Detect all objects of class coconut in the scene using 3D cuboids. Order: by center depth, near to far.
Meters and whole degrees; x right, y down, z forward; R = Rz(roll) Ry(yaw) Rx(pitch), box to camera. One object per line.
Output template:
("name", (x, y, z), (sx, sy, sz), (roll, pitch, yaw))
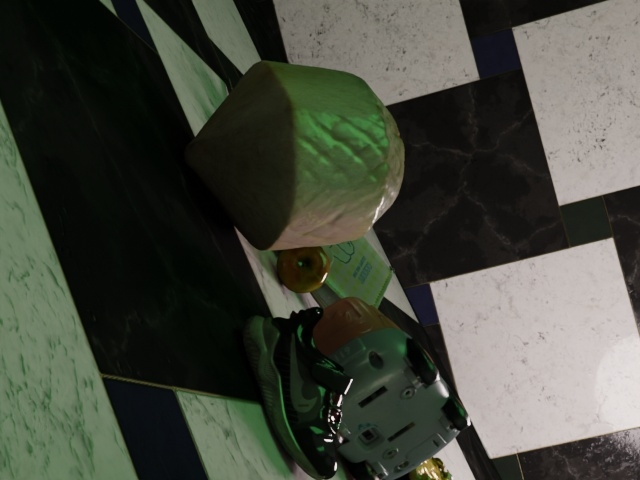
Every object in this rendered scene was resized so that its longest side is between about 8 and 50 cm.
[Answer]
("coconut", (-0.048, -0.129, 1.480), (0.328, 0.329, 0.329), (60, 9, -16))

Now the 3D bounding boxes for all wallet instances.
("wallet", (0.000, 0.000, 1.802), (0.309, 0.077, 0.223), (50, 35, -10))

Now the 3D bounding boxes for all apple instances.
("apple", (-0.029, 0.045, 1.651), (0.074, 0.090, 0.089), (82, -17, -77))

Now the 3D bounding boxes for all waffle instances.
("waffle", (0.228, 0.495, 1.868), (0.262, 0.060, 0.280), (65, 9, 19))

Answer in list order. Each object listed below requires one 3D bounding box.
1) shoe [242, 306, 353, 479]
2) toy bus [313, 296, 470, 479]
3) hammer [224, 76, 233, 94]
("shoe", (-0.014, 0.182, 1.233), (0.227, 0.112, 0.099), (64, 7, 19))
("toy bus", (0.070, 0.213, 1.458), (0.287, 0.194, 0.232), (53, 0, -44))
("hammer", (-0.170, -0.262, 1.999), (0.058, 0.029, 0.292), (58, 8, -37))
